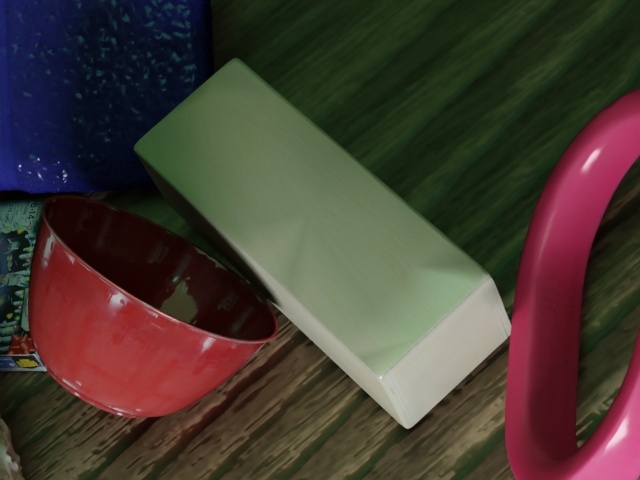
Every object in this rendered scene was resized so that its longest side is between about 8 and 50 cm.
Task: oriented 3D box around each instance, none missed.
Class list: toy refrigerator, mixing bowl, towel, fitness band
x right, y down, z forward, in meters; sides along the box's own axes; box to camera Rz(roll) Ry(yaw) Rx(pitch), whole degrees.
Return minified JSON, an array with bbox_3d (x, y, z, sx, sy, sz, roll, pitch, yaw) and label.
[{"bbox_3d":[0.000,0.000,1.364,0.102,0.094,0.269,-43,58,-10],"label":"toy refrigerator"},{"bbox_3d":[-0.130,0.057,1.353,0.181,0.181,0.098,40,107,35],"label":"mixing bowl"},{"bbox_3d":[-0.226,-0.146,1.517,0.308,0.076,0.227,-3,90,12],"label":"towel"},{"bbox_3d":[0.185,0.030,1.231,0.054,0.209,0.290,20,54,-14],"label":"fitness band"}]

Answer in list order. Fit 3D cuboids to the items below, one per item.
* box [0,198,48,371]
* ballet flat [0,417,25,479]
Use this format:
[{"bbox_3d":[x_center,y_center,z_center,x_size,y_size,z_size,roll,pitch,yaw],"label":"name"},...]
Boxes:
[{"bbox_3d":[-0.235,0.033,1.474,0.094,0.027,0.137,-2,58,18],"label":"box"},{"bbox_3d":[-0.295,0.113,1.354,0.147,0.147,0.408,-20,60,6],"label":"ballet flat"}]
